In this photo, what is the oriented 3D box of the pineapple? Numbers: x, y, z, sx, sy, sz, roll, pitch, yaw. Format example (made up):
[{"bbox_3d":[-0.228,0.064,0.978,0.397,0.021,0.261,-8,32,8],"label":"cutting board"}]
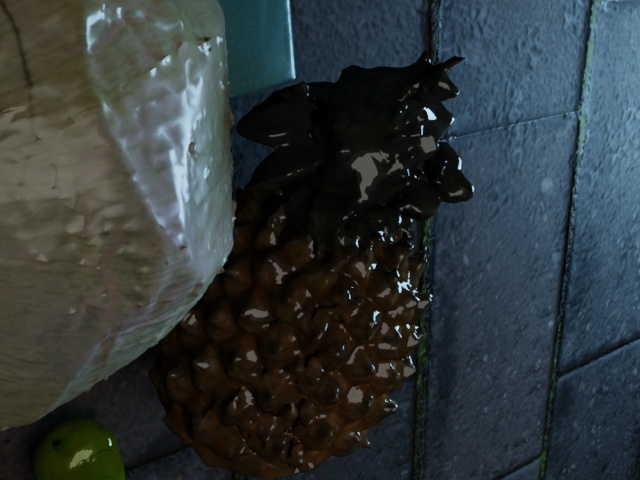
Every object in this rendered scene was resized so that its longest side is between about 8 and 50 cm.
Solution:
[{"bbox_3d":[-0.001,-0.001,0.650,0.223,0.223,0.357,-7,130,-36],"label":"pineapple"}]

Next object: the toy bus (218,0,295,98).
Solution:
[{"bbox_3d":[-0.100,-0.226,0.572,0.128,0.147,0.256,-21,121,-32],"label":"toy bus"}]

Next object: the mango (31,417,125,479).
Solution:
[{"bbox_3d":[-0.201,0.196,0.720,0.073,0.056,0.108,-31,127,-18],"label":"mango"}]

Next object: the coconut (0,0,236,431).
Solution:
[{"bbox_3d":[-0.193,-0.045,0.445,0.297,0.254,0.297,3,116,5],"label":"coconut"}]
